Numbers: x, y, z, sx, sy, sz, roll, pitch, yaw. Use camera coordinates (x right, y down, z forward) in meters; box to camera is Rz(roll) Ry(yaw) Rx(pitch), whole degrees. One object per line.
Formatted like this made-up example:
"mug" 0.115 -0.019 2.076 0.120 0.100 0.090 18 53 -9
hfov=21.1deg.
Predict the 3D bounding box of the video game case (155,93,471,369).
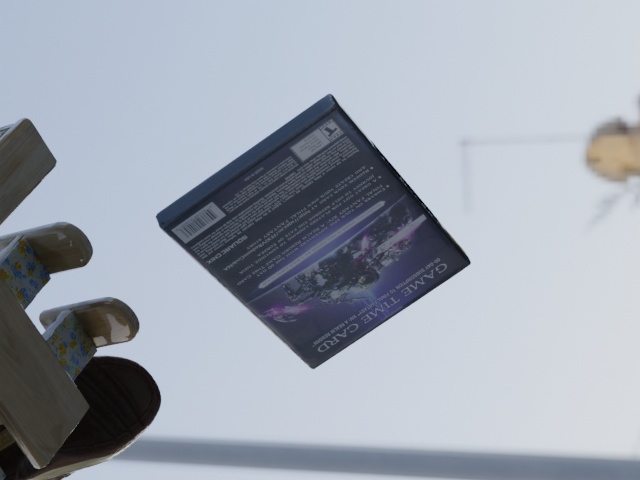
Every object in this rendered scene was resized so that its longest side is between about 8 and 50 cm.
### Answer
"video game case" 0.000 0.000 1.620 0.274 0.196 0.026 46 -167 -45

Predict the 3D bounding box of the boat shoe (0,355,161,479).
"boat shoe" -0.254 0.172 1.456 0.257 0.095 0.095 -20 -104 -42

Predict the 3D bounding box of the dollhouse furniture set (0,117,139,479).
"dollhouse furniture set" -0.236 0.052 1.268 0.242 0.161 0.212 60 -141 -24
